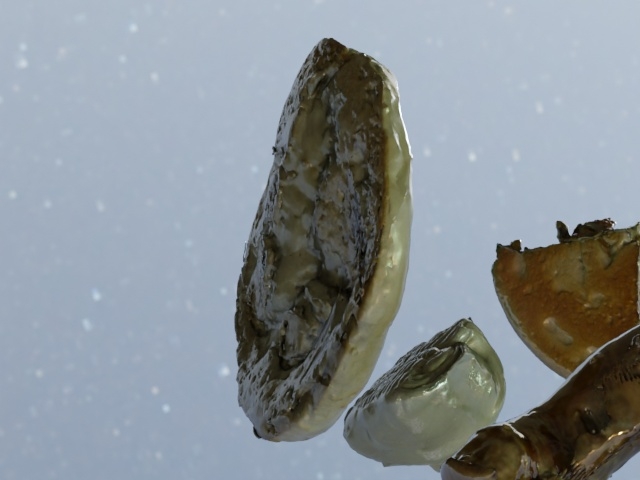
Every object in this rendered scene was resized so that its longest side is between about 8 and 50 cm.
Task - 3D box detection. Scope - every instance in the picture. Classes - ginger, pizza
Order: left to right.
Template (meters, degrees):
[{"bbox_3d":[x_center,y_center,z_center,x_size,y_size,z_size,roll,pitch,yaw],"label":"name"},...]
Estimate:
[{"bbox_3d":[0.363,0.071,2.204,0.289,0.229,0.081,41,-164,30],"label":"pizza"},{"bbox_3d":[0.246,0.152,1.448,0.309,0.133,0.107,-31,-112,-8],"label":"ginger"}]

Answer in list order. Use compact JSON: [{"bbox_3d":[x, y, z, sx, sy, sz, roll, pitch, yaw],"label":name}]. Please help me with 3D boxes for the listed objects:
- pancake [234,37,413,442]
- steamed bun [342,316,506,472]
[{"bbox_3d":[0.000,0.001,1.575,0.082,0.387,0.387,8,-164,-21],"label":"pancake"},{"bbox_3d":[0.144,0.206,2.044,0.211,0.144,0.218,-41,-179,-42],"label":"steamed bun"}]
